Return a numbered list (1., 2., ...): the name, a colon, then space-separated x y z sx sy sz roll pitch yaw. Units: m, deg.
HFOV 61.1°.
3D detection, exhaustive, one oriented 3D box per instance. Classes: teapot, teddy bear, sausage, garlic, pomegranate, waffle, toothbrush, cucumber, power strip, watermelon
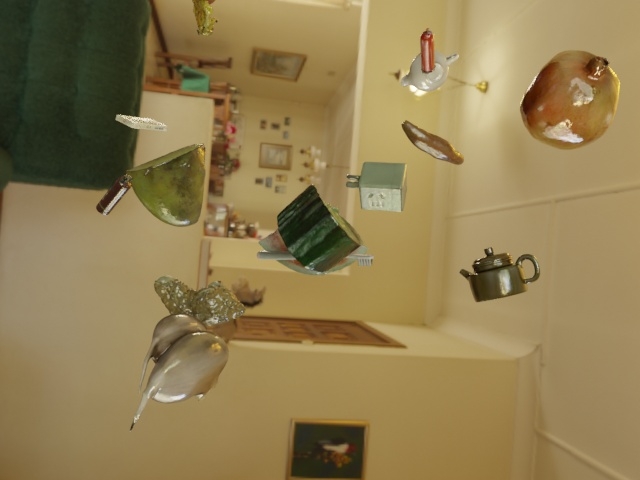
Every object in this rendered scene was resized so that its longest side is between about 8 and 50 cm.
1. teapot: 0.608 0.107 1.852 0.185 0.267 0.176 -7 81 -59
2. teddy bear: -0.374 0.200 1.728 0.256 0.267 0.156 -15 -119 32
3. sausage: 0.313 -0.559 1.590 0.048 0.050 0.145 47 -12 31
4. garlic: -0.399 0.321 1.475 0.246 0.231 0.340 -52 163 14
5. teapot: 0.402 -0.614 1.953 0.145 0.226 0.092 64 -4 -30
6. pomegranate: 0.660 -0.375 1.415 0.252 0.229 0.270 -53 166 -31
7. waffle: -0.337 -0.716 1.540 0.262 0.060 0.281 161 -79 -76
8. toothbrush: -0.020 0.044 1.441 0.025 0.342 0.030 -28 117 -62
9. cucumber: 0.005 -0.020 1.264 0.130 0.191 0.191 -37 -149 18
10. power strip: 0.207 -0.204 2.036 0.140 0.224 0.139 76 22 -51
11. watermelon: 0.000 0.000 1.584 0.256 0.260 0.176 -44 169 -26

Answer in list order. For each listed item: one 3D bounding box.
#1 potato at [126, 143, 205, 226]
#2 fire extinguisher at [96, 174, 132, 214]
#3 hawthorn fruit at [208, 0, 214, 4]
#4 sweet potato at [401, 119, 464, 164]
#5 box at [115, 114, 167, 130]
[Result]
1. potato: -0.454 -0.156 1.778 0.112 0.269 0.255 26 -43 55
2. fire extinguisher: -0.569 -0.133 1.513 0.158 0.043 0.064 -40 179 28
3. hawthorn fruit: -0.403 -0.870 1.840 0.125 0.125 0.140 -98 -149 -51
4. sweet potato: 0.331 -0.262 1.533 0.058 0.255 0.078 -62 -150 11
5. box: -0.650 -0.428 1.979 0.167 0.090 0.024 -13 126 -61
